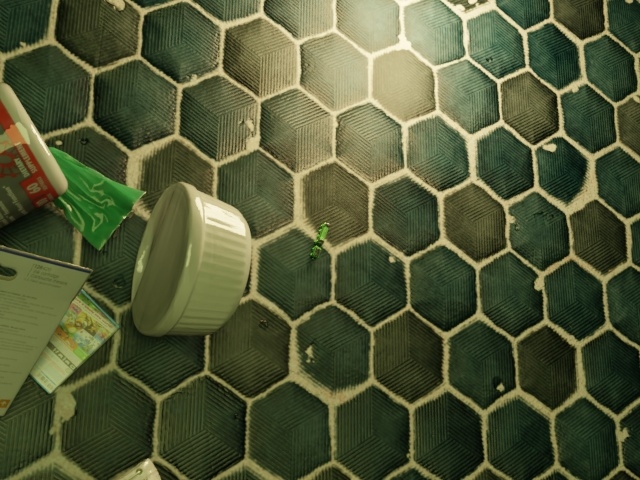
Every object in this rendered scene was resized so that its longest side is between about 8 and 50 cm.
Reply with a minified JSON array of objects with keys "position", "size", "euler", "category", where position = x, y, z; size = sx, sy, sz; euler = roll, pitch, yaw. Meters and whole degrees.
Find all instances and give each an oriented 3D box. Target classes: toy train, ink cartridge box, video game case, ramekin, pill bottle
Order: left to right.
[{"position":[-0.617,-0.084,1.307],"size":[0.363,0.210,0.210],"euler":[-32,87,-13],"category":"pill bottle"},{"position":[-0.547,0.117,1.206],"size":[0.303,0.072,0.307],"euler":[21,107,-44],"category":"ink cartridge box"},{"position":[-0.452,0.168,1.418],"size":[0.119,0.015,0.166],"euler":[45,65,-3],"category":"video game case"},{"position":[-0.223,0.042,1.414],"size":[0.127,0.273,0.273],"euler":[15,69,-29],"category":"ramekin"},{"position":[0.000,0.000,1.634],"size":[0.017,0.023,0.083],"euler":[25,67,-12],"category":"toy train"}]

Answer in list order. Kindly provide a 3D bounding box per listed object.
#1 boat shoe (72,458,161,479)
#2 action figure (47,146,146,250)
[{"position":[-0.390,0.437,1.320],"size":[0.277,0.098,0.096],"euler":[-18,81,-34],"category":"boat shoe"},{"position":[-0.451,-0.097,1.471],"size":[0.232,0.063,0.137],"euler":[35,67,0],"category":"action figure"}]
